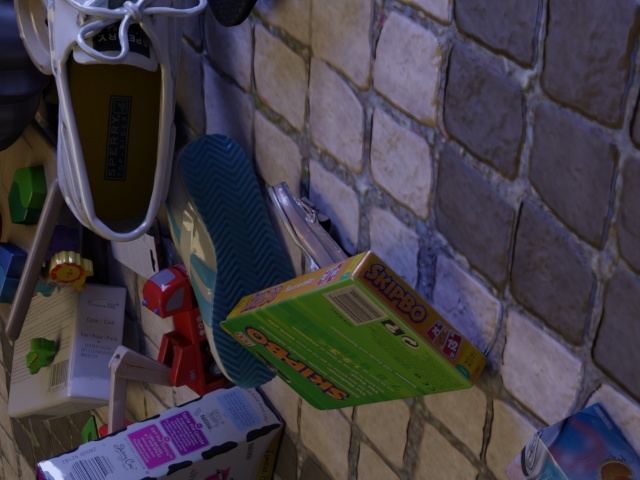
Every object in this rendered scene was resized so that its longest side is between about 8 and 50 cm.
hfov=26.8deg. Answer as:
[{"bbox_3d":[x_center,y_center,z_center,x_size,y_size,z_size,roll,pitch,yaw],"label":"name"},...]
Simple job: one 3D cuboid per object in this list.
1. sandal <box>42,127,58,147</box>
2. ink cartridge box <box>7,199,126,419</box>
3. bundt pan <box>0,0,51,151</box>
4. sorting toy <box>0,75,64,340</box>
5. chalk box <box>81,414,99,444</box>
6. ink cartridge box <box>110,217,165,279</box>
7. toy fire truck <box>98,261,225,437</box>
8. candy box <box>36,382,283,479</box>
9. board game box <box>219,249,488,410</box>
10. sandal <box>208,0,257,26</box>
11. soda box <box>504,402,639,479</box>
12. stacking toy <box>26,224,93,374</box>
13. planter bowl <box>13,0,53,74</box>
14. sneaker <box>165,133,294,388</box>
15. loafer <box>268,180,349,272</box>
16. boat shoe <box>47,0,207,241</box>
[{"bbox_3d":[-0.392,-0.083,1.686,0.265,0.076,0.102,-22,87,61],"label":"sandal"},{"bbox_3d":[-0.317,0.083,1.676,0.296,0.066,0.261,-22,63,61],"label":"ink cartridge box"},{"bbox_3d":[-0.385,-0.241,1.475,0.330,0.124,0.331,3,94,57],"label":"bundt pan"},{"bbox_3d":[-0.336,-0.071,1.511,0.229,0.041,0.307,48,122,53],"label":"sorting toy"},{"bbox_3d":[-0.255,0.322,1.647,0.213,0.132,0.132,62,150,15],"label":"chalk box"},{"bbox_3d":[-0.191,0.003,1.442,0.115,0.029,0.063,27,130,50],"label":"ink cartridge box"},{"bbox_3d":[-0.166,0.127,1.365,0.047,0.135,0.192,25,129,52],"label":"toy fire truck"},{"bbox_3d":[-0.159,0.244,1.325,0.071,0.233,0.159,50,147,31],"label":"candy box"},{"bbox_3d":[0.016,0.080,1.072,0.124,0.039,0.259,43,152,-13],"label":"board game box"},{"bbox_3d":[-0.047,-0.216,1.040,0.179,0.040,0.067,-27,81,62],"label":"sandal"},{"bbox_3d":[0.199,0.200,0.861,0.183,0.058,0.063,56,149,23],"label":"soda box"},{"bbox_3d":[-0.323,0.027,1.568,0.221,0.052,0.167,-57,36,43],"label":"stacking toy"},{"bbox_3d":[-0.223,-0.216,1.275,0.162,0.109,0.162,37,138,44],"label":"planter bowl"},{"bbox_3d":[-0.083,0.020,1.220,0.092,0.087,0.229,168,90,-68],"label":"sneaker"},{"bbox_3d":[0.000,0.000,1.109,0.125,0.039,0.045,61,-177,22],"label":"loafer"},{"bbox_3d":[-0.169,-0.172,1.107,0.156,0.135,0.367,-137,50,-67],"label":"boat shoe"}]
